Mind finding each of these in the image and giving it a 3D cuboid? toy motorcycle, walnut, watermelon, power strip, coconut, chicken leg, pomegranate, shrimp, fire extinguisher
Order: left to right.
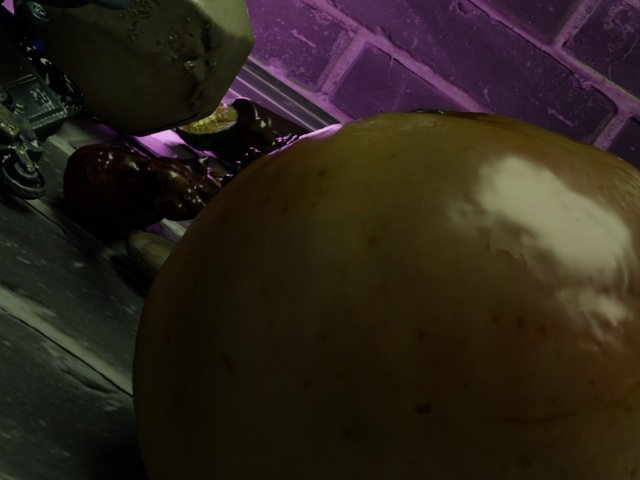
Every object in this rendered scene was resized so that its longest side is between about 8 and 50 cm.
[{"bbox_3d":[-0.403,-0.191,1.309,0.215,0.061,0.145,51,35,4],"label":"power strip"},{"bbox_3d":[-0.351,-0.112,1.184,0.124,0.061,0.193,12,35,-40],"label":"toy motorcycle"},{"bbox_3d":[-0.429,-0.254,1.456,0.315,0.113,0.169,43,23,4],"label":"toy motorcycle"},{"bbox_3d":[-0.191,-0.052,1.225,0.158,0.095,0.407,4,3,-9],"label":"chicken leg"},{"bbox_3d":[-0.253,-0.328,1.653,0.353,0.352,0.352,33,12,-8],"label":"coconut"},{"bbox_3d":[-0.184,-0.180,1.887,0.106,0.062,0.105,-1,35,1],"label":"watermelon"},{"bbox_3d":[-0.130,-0.057,1.596,0.091,0.052,0.121,33,10,3],"label":"walnut"},{"bbox_3d":[-0.093,0.064,1.217,0.254,0.059,0.145,27,3,-11],"label":"shrimp"},{"bbox_3d":[-0.033,-0.142,2.028,0.337,0.114,0.135,25,36,-41],"label":"fire extinguisher"},{"bbox_3d":[0.083,0.109,0.795,0.411,0.411,0.411,33,12,-8],"label":"pomegranate"}]

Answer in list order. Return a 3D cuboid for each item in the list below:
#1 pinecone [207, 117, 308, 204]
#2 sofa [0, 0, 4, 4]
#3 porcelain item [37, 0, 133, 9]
[{"bbox_3d":[0.000,0.000,1.343,0.309,0.244,0.244,56,13,1],"label":"pinecone"},{"bbox_3d":[-0.462,-0.336,1.577,0.060,0.147,0.085,33,11,-22],"label":"sofa"},{"bbox_3d":[-0.375,-0.387,1.375,0.405,0.178,0.243,28,9,39],"label":"porcelain item"}]
